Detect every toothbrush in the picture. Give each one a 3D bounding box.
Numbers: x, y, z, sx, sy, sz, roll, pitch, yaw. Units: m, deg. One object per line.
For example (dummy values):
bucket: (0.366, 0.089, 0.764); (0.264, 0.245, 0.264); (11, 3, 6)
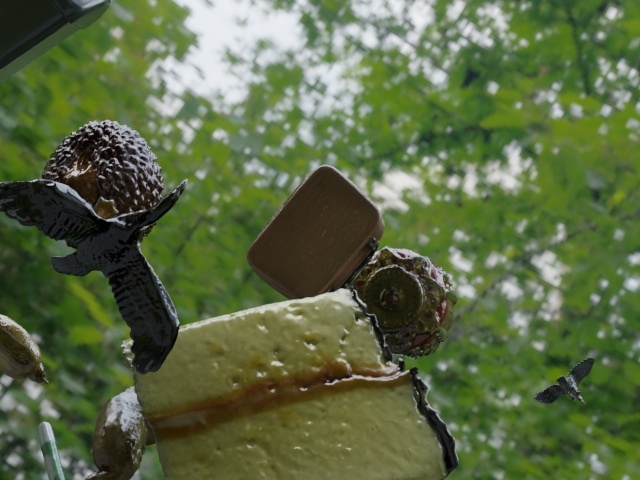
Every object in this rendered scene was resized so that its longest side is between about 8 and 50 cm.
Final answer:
toothbrush: (-0.236, 0.278, 1.317); (0.024, 0.257, 0.018); (11, -50, -38)

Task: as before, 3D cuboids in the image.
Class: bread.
bread: (-0.036, 0.233, 1.626); (0.405, 0.346, 0.242); (-17, -41, 8)

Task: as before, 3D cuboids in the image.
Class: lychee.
lychee: (-0.305, -0.064, 1.967); (0.188, 0.188, 0.188); (27, -24, 13)

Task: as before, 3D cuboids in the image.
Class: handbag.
handbag: (0.000, 0.000, 2.012); (0.151, 0.193, 0.072); (37, -8, 15)

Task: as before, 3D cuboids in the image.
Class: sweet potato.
sweet potato: (-0.242, 0.249, 1.919); (0.124, 0.310, 0.098); (7, -65, 35)

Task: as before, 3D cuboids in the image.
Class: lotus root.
lotus root: (-0.451, 0.157, 2.012); (0.072, 0.063, 0.152); (-36, -75, 27)

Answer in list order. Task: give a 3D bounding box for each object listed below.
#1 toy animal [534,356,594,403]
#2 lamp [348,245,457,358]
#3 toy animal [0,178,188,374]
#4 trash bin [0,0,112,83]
toy animal: (0.298, 0.176, 1.628); (0.050, 0.084, 0.028); (54, 8, -6)
lamp: (0.130, 0.101, 2.179); (0.177, 0.177, 0.274); (26, -2, 13)
toy animal: (-0.242, -0.014, 1.600); (0.272, 0.197, 0.160); (46, -8, -18)
trash bin: (-0.386, -0.282, 1.776); (0.101, 0.236, 0.177); (54, 1, -9)
